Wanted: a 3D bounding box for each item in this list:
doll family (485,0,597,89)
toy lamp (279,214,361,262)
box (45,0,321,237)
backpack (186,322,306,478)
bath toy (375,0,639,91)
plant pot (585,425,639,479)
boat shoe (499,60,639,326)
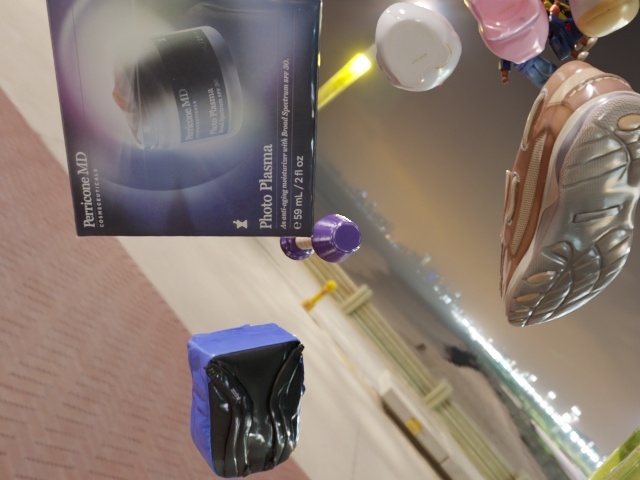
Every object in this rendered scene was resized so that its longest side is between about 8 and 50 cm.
[{"bbox_3d":[0.288,-0.273,0.944,0.111,0.193,0.076,37,-26,-6],"label":"doll family"},{"bbox_3d":[0.000,0.000,1.241,0.080,0.080,0.275,49,-13,-9],"label":"toy lamp"},{"bbox_3d":[-0.152,-0.166,0.911,0.183,0.294,0.296,-95,-174,-62],"label":"box"},{"bbox_3d":[-0.067,0.139,0.659,0.101,0.098,0.120,-159,-116,-64],"label":"backpack"},{"bbox_3d":[0.230,-0.273,0.850,0.151,0.348,0.129,61,21,-16],"label":"bath toy"},{"bbox_3d":[0.431,0.323,0.811,0.254,0.276,0.276,44,1,24],"label":"plant pot"},{"bbox_3d":[0.245,-0.036,0.759,0.324,0.123,0.116,97,-18,-46],"label":"boat shoe"}]
